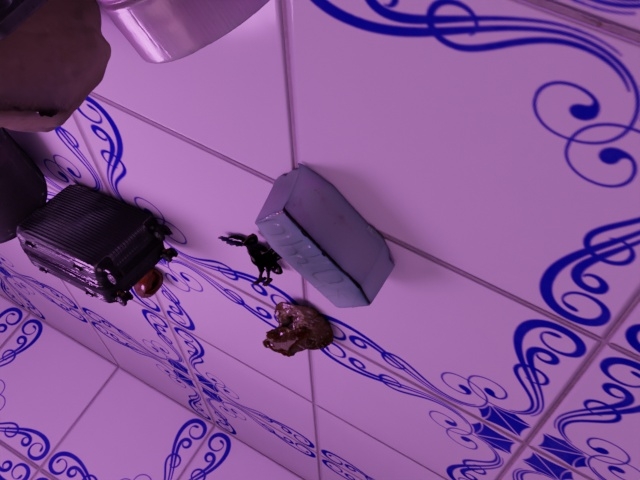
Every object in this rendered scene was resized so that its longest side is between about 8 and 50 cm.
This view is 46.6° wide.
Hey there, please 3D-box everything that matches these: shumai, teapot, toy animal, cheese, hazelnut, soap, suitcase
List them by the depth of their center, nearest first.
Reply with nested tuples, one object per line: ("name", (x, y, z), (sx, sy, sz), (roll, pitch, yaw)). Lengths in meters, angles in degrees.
("cheese", (-0.430, -0.269, 0.946), (0.115, 0.326, 0.318), (-18, 134, 42))
("soap", (0.000, 0.000, 1.152), (0.230, 0.091, 0.145), (43, 153, -18))
("toy animal", (-0.110, 0.031, 1.383), (0.220, 0.062, 0.108), (9, 126, 44))
("shumai", (-0.039, 0.192, 1.532), (0.123, 0.105, 0.139), (1, 164, 43))
("teapot", (-0.756, -0.176, 1.570), (0.300, 0.253, 0.344), (16, 144, 7))
("suitcase", (-0.483, 0.003, 1.599), (0.312, 0.202, 0.128), (21, 141, 27))
("hazelnut", (-0.431, 0.105, 1.848), (0.086, 0.086, 0.086), (27, 153, 15))

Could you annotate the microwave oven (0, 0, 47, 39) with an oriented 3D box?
("microwave oven", (-0.356, -0.345, 0.810), (0.145, 0.240, 0.194), (0, 137, 49))

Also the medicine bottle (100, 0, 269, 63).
("medicine bottle", (-0.193, -0.359, 0.631), (0.213, 0.213, 0.378), (7, 143, 44))
